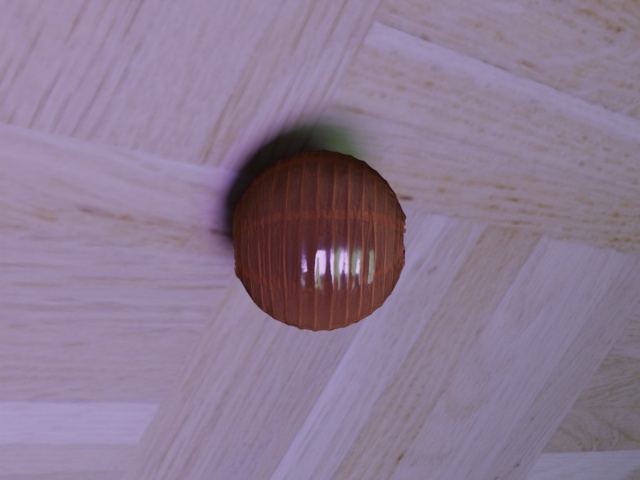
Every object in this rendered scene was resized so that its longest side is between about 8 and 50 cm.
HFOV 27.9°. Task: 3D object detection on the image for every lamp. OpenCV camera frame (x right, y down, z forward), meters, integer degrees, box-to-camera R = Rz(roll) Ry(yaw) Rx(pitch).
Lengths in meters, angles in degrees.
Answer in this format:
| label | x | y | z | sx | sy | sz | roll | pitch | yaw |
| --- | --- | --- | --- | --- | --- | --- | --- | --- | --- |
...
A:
| label | x | y | z | sx | sy | sz | roll | pitch | yaw |
| --- | --- | --- | --- | --- | --- | --- | --- | --- | --- |
| lamp | 0.000 | 0.000 | 0.950 | 0.136 | 0.136 | 0.136 | -27 | 139 | -26 |
